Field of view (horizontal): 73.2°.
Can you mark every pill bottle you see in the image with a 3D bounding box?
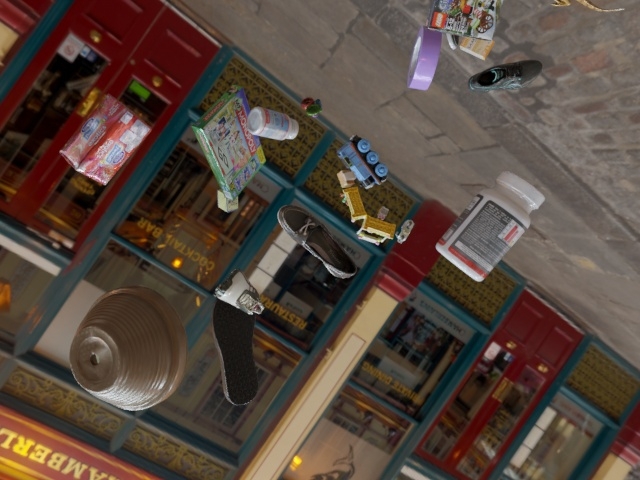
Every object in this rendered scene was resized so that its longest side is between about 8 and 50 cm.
[{"bbox_3d":[-0.151,-0.374,1.396,0.160,0.087,0.087,-1,-153,-45],"label":"pill bottle"},{"bbox_3d":[0.603,-0.052,1.534,0.210,0.363,0.210,36,-169,-8],"label":"pill bottle"}]

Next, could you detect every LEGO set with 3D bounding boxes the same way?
[{"bbox_3d":[0.136,-0.078,1.317,0.287,0.132,0.107,39,159,3],"label":"LEGO set"}]

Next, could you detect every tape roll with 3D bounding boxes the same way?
[{"bbox_3d":[0.490,-0.862,2.044,0.090,0.275,0.275,10,180,1],"label":"tape roll"}]

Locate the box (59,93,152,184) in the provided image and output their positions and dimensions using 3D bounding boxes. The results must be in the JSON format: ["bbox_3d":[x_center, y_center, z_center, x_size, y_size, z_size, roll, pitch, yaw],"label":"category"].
[{"bbox_3d":[-0.709,-0.332,1.429,0.122,0.257,0.128,39,179,24],"label":"box"}]

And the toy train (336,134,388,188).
[{"bbox_3d":[0.139,-0.252,1.401,0.184,0.105,0.080,51,-175,-17],"label":"toy train"}]

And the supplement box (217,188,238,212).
[{"bbox_3d":[-0.412,-0.181,1.910,0.056,0.084,0.083,-22,-142,-39],"label":"supplement box"}]

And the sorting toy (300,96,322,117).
[{"bbox_3d":[-0.023,-0.422,1.383,0.102,0.061,0.042,61,178,40],"label":"sorting toy"}]

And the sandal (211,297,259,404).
[{"bbox_3d":[-0.329,0.379,1.605,0.167,0.447,0.107,-2,178,-32],"label":"sandal"}]

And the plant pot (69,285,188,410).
[{"bbox_3d":[-0.377,0.208,0.802,0.237,0.238,0.109,35,-170,14],"label":"plant pot"}]

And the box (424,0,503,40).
[{"bbox_3d":[0.350,-0.601,0.995,0.159,0.233,0.044,8,-157,-4],"label":"box"}]

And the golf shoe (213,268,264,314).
[{"bbox_3d":[-0.237,0.164,1.327,0.120,0.105,0.273,39,174,11],"label":"golf shoe"}]

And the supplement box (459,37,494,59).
[{"bbox_3d":[0.551,-0.689,1.517,0.098,0.062,0.036,32,-164,15],"label":"supplement box"}]

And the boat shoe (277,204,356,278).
[{"bbox_3d":[0.000,0.000,1.447,0.335,0.112,0.095,45,162,-17],"label":"boat shoe"}]

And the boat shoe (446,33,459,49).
[{"bbox_3d":[0.422,-0.678,1.357,0.040,0.142,0.049,-7,177,41],"label":"boat shoe"}]

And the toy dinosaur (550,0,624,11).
[{"bbox_3d":[0.595,-0.587,1.016,0.211,0.064,0.112,44,-160,-4],"label":"toy dinosaur"}]

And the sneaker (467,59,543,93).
[{"bbox_3d":[0.698,-0.614,1.620,0.106,0.267,0.101,-33,-70,-74],"label":"sneaker"}]

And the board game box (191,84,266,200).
[{"bbox_3d":[-0.290,-0.316,1.430,0.046,0.214,0.317,21,151,23],"label":"board game box"}]
